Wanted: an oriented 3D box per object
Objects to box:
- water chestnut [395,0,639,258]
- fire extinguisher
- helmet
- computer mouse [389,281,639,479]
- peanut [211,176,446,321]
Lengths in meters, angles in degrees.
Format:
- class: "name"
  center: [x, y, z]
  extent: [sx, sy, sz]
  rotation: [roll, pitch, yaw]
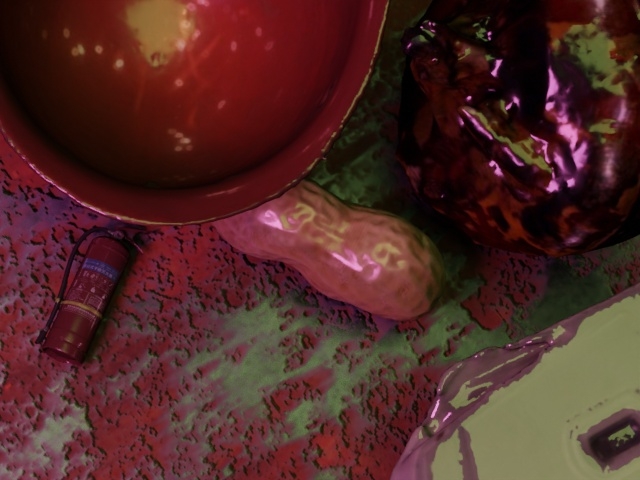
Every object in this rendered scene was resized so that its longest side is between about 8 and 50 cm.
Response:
- class: "water chestnut"
  center: [0.172, -0.129, 1.412]
  extent: [0.300, 0.300, 0.300]
  rotation: [4, 71, -10]
- class: "fire extinguisher"
  center: [-0.193, 0.040, 1.410]
  extent: [0.056, 0.039, 0.132]
  rotation: [26, 68, -12]
- class: "helmet"
  center: [-0.127, -0.177, 1.394]
  extent: [0.337, 0.230, 0.385]
  rotation: [3, 79, -10]
- class: "computer mouse"
  center: [0.246, 0.173, 1.389]
  extent: [0.429, 0.145, 0.228]
  rotation: [-26, 71, -10]
- class: "peanut"
  center: [0.000, -0.001, 1.426]
  extent: [0.227, 0.104, 0.086]
  rotation: [26, 66, -1]
